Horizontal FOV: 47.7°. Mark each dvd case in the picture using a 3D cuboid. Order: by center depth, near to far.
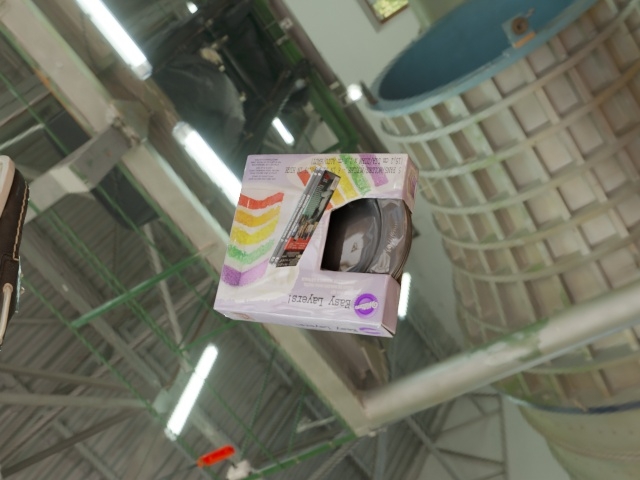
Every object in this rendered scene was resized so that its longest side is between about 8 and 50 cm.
[{"bbox_3d":[-0.016,-0.025,0.816,0.013,0.119,0.087,29,-173,12],"label":"dvd case"}]

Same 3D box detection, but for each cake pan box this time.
[{"bbox_3d":[0.000,0.000,1.013,0.070,0.267,0.245,39,-121,-61],"label":"cake pan box"}]

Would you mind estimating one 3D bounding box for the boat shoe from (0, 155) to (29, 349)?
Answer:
[{"bbox_3d":[-0.343,0.061,0.699,0.091,0.114,0.302,41,-126,-45],"label":"boat shoe"}]
